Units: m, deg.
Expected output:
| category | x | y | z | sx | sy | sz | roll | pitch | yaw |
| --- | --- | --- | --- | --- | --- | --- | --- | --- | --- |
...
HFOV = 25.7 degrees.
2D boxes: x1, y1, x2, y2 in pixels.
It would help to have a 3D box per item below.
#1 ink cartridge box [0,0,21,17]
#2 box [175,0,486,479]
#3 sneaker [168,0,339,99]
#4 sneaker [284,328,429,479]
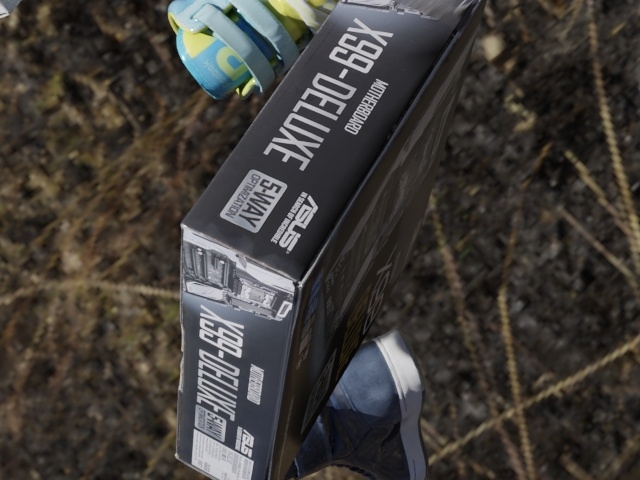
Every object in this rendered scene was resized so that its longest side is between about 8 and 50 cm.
| category | x | y | z | sx | sy | sz | roll | pitch | yaw |
| --- | --- | --- | --- | --- | --- | --- | --- | --- | --- |
| ink cartridge box | -0.306 | -0.338 | 1.367 | 0.148 | 0.203 | 0.086 | 42 | 165 | -25 |
| box | 0.000 | 0.000 | 0.888 | 0.076 | 0.242 | 0.307 | 27 | 148 | 10 |
| sneaker | -0.003 | -0.204 | 1.170 | 0.127 | 0.208 | 0.319 | 49 | 152 | -24 |
| sneaker | 0.003 | 0.169 | 1.163 | 0.226 | 0.163 | 0.086 | 80 | 163 | -54 |
